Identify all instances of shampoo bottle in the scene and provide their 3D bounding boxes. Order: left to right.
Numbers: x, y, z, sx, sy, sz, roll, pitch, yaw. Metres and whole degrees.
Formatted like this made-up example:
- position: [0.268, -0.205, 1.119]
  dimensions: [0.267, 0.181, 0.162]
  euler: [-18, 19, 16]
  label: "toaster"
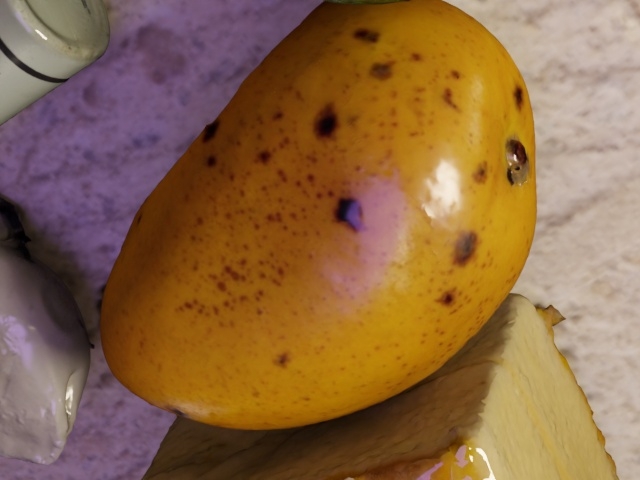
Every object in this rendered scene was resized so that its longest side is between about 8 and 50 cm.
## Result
- position: [-0.251, -0.087, 0.851]
  dimensions: [0.262, 0.085, 0.085]
  euler: [-29, 106, 28]
  label: "shampoo bottle"

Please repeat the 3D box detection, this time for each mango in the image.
- position: [0.000, 0.000, 0.757]
  dimensions: [0.290, 0.160, 0.191]
  euler: [-41, 86, 17]
  label: "mango"

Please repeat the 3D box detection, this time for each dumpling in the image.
- position: [-0.228, 0.061, 0.917]
  dimensions: [0.150, 0.092, 0.176]
  euler: [-19, 109, 22]
  label: "dumpling"

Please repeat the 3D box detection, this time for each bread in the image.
- position: [0.047, 0.213, 0.850]
  dimensions: [0.279, 0.207, 0.279]
  euler: [-18, 112, 25]
  label: "bread"

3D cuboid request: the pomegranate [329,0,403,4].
- position: [0.018, -0.184, 0.667]
  dimensions: [0.159, 0.190, 0.241]
  euler: [25, 124, -27]
  label: "pomegranate"
